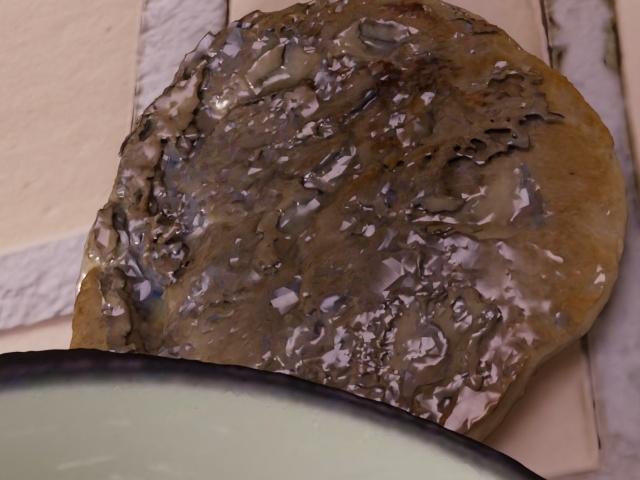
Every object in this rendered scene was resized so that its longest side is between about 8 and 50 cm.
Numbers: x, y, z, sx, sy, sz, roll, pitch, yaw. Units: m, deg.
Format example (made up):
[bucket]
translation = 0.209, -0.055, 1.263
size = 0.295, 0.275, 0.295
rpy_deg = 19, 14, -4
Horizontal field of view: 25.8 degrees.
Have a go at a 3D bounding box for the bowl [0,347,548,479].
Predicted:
[bowl]
translation = -0.040, 0.216, 0.300
size = 0.353, 0.185, 0.354
rpy_deg = 15, 45, -15

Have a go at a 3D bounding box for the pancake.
[pancake]
translation = 0.000, 0.000, 0.626
size = 0.282, 0.049, 0.282
rpy_deg = -13, 53, 18
